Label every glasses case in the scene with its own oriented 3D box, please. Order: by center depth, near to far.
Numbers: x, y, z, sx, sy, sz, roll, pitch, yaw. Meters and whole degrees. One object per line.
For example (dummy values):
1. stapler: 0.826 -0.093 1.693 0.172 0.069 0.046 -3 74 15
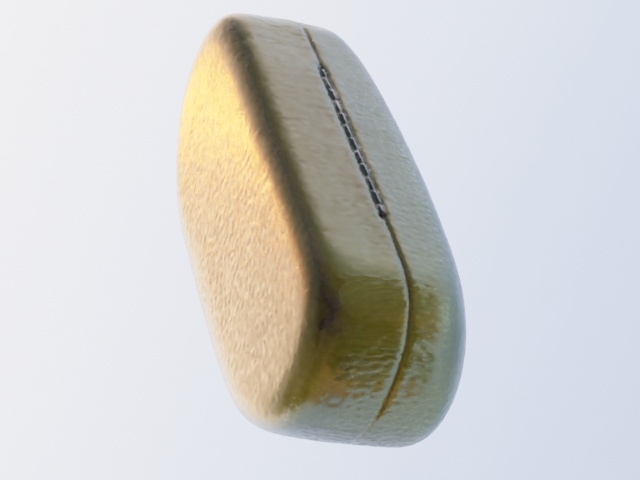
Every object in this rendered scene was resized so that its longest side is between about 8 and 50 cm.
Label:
1. glasses case: 0.000 0.000 1.271 0.371 0.141 0.173 -110 -144 -50
